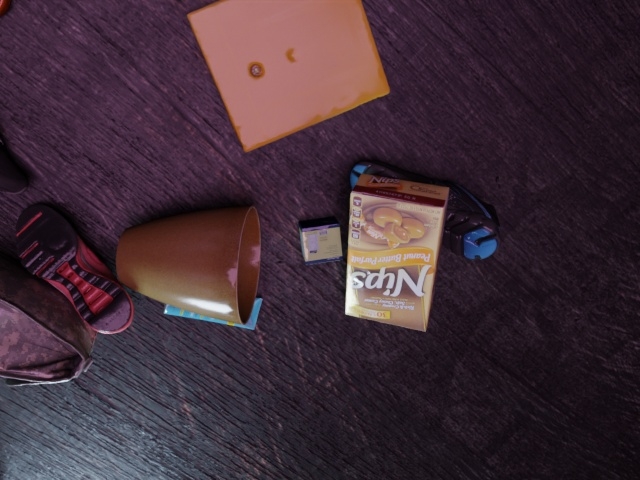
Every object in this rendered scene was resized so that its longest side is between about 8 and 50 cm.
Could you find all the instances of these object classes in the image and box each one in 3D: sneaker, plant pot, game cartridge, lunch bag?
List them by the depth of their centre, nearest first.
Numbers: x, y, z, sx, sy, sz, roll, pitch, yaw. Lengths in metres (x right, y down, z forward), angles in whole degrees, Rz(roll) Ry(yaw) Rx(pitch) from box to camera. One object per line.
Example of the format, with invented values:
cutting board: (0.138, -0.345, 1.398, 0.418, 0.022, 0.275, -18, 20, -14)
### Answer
sneaker: (-0.644, -0.195, 1.179, 0.106, 0.101, 0.267, -44, 110, 4)
lunch bag: (-0.576, 0.162, 1.240, 0.287, 0.235, 0.169, 29, 96, -17)
game cartridge: (-0.056, -0.364, 1.251, 0.323, 0.053, 0.285, -23, 111, -4)
plant pot: (-0.264, 0.040, 1.272, 0.254, 0.237, 0.237, 4, 108, 3)
sneaker: (-0.495, 0.067, 1.290, 0.116, 0.136, 0.314, -40, 87, -12)
sneaker: (0.223, -0.078, 1.363, 0.340, 0.140, 0.125, 28, 128, 1)

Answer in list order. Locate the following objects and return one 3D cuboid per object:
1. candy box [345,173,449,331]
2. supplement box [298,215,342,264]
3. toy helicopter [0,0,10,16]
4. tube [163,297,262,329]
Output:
candy box: (0.153, 0.029, 1.319, 0.182, 0.087, 0.317, 11, 126, 14)
supplement box: (0.000, 0.000, 1.376, 0.083, 0.056, 0.083, -8, 110, -7)
toy helicopter: (-0.726, -0.384, 1.081, 0.235, 0.140, 0.355, 40, 98, -13)
tube: (-0.235, 0.147, 1.397, 0.207, 0.052, 0.080, 10, 116, -19)
